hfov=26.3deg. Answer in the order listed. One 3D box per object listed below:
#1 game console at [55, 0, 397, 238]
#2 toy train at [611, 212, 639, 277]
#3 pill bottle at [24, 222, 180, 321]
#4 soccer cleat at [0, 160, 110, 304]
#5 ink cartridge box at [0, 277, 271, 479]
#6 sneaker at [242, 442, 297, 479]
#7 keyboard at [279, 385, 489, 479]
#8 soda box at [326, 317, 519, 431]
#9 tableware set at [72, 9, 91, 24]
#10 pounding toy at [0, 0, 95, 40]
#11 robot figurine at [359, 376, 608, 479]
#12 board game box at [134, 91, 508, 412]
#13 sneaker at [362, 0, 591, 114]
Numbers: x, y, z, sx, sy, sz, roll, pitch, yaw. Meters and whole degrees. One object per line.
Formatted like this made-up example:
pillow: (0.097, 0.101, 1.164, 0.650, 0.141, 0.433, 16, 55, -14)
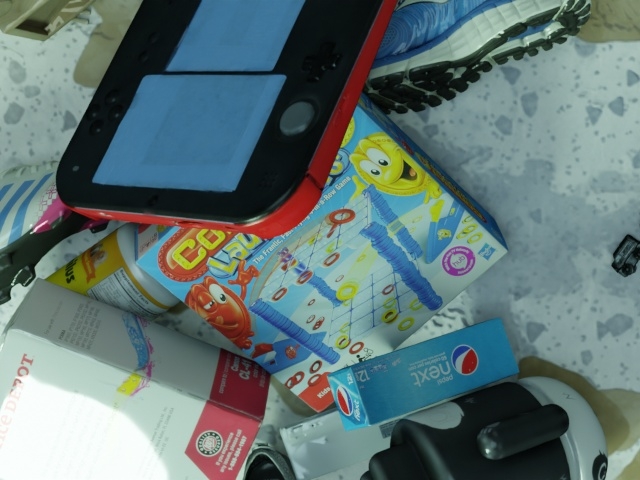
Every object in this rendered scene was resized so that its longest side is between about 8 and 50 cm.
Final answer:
game console: (-0.109, -0.169, 1.497, 0.387, 0.060, 0.342, 7, 70, 42)
toy train: (0.386, -0.028, 1.581, 0.036, 0.027, 0.158, 37, 104, 16)
pill bottle: (-0.249, 0.057, 1.678, 0.215, 0.117, 0.117, -33, 89, 13)
soccer cleat: (-0.335, -0.057, 1.687, 0.331, 0.116, 0.143, -33, 64, 5)
ink cartridge box: (-0.238, 0.209, 1.607, 0.306, 0.131, 0.226, 23, 116, -5)
sneaker: (-0.069, 0.371, 1.607, 0.105, 0.115, 0.281, -12, 54, 8)
keyboard: (0.082, 0.216, 1.647, 0.256, 0.014, 0.072, -19, 98, -3)
soda box: (0.118, 0.153, 1.573, 0.210, 0.067, 0.071, -16, 84, -26)
tableware set: (-0.350, -0.329, 1.699, 0.154, 0.024, 0.104, 14, 99, 10)
pounding toy: (-0.357, -0.295, 1.587, 0.181, 0.206, 0.094, -36, 87, 11)
robot figurine: (0.189, 0.259, 1.548, 0.278, 0.209, 0.173, -16, 103, -20)
board game box: (0.000, 0.000, 1.570, 0.308, 0.086, 0.302, -42, 115, 14)
sneaker: (0.139, -0.253, 1.569, 0.330, 0.130, 0.147, -22, 69, 20)
